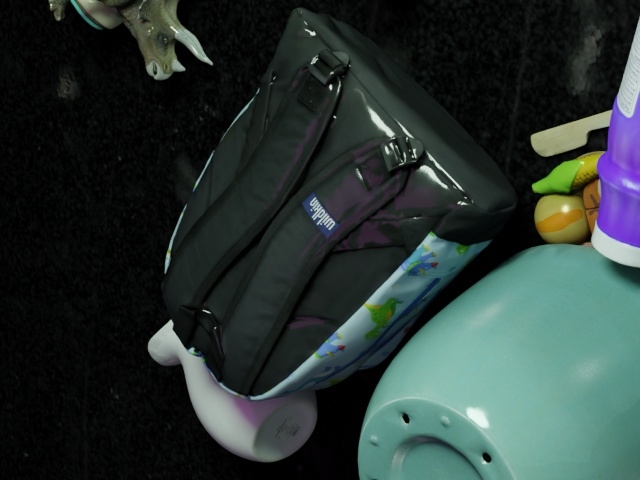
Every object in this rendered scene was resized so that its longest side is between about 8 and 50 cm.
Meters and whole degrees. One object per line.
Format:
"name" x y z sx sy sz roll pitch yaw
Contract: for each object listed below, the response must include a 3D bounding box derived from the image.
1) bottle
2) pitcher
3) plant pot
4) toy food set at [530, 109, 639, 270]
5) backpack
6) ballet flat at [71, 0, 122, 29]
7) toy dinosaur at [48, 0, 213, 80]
"bottle" 0.291 -0.115 1.431 0.092 0.118 0.283 15 115 7
"pitcher" -0.081 0.124 1.880 0.207 0.125 0.178 46 115 40
"plant pot" 0.174 0.177 1.523 0.293 0.235 0.293 20 121 37
"toy food set" 0.250 -0.016 1.556 0.132 0.038 0.192 -19 88 46
"backpack" 0.000 0.000 1.685 0.290 0.273 0.355 47 108 22
"ballet flat" -0.288 -0.344 1.982 0.248 0.086 0.086 49 131 22
"toy dinosaur" -0.222 -0.321 1.827 0.160 0.121 0.314 -7 130 11
